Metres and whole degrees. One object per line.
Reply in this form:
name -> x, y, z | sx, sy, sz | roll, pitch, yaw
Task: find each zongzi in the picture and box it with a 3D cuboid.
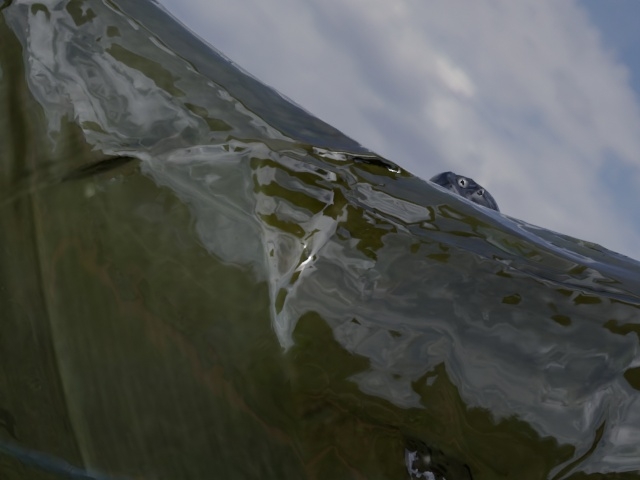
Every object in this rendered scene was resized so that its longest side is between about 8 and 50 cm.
zongzi -> 0.000, 0.000, 0.630 | 0.356, 0.174, 0.393 | -6, -78, 36

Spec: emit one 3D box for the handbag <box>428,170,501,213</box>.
handbag -> -0.016, 0.079, 1.022 | 0.244, 0.275, 0.088 | 63, 3, -67
